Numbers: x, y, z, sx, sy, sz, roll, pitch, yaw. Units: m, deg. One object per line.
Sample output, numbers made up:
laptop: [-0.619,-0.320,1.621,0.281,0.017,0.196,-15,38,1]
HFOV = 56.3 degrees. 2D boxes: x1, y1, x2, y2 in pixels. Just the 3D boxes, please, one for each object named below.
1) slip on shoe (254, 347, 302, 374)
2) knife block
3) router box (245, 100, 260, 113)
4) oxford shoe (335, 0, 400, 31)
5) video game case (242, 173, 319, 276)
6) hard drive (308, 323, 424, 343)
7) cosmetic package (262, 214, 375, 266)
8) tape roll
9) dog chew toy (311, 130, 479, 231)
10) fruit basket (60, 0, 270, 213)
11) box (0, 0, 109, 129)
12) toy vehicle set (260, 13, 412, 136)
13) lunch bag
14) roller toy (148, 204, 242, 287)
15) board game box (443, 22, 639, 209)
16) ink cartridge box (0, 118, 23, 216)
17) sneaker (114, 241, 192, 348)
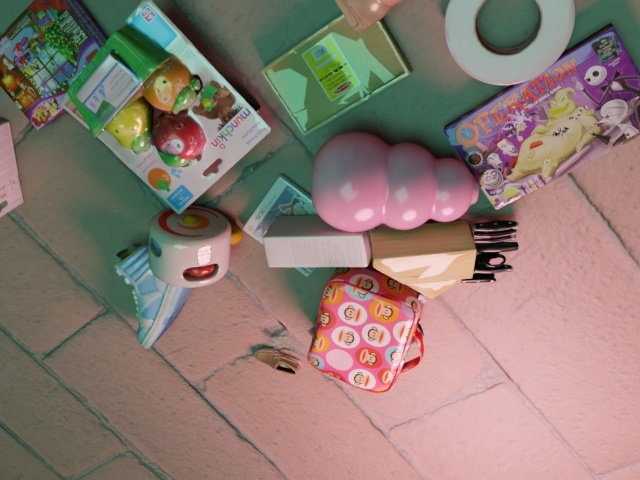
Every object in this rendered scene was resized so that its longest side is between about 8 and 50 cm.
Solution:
slip on shoe: [-0.119,0.333,1.632,0.135,0.041,0.051,18,122,6]
knife block: [0.272,0.010,1.252,0.275,0.088,0.242,28,128,-30]
router box: [-0.203,-0.272,1.321,0.122,0.038,0.092,23,123,4]
oxford shoe: [-0.012,-0.549,1.047,0.146,0.140,0.397,-34,92,45]
video game case: [-0.061,-0.032,1.422,0.201,0.023,0.183,36,122,-5]
hard drive: [0.113,0.220,1.492,0.254,0.054,0.172,-32,106,29]
cosmetic package: [0.000,0.000,1.339,0.231,0.117,0.086,-2,116,19]
tape roll: [0.335,-0.396,1.071,0.219,0.072,0.219,8,120,14]
dog chew toy: [0.152,-0.113,1.217,0.331,0.207,0.207,5,120,5]
fruit basket: [-0.336,-0.260,1.261,0.327,0.165,0.353,-36,102,27]
box: [-0.612,-0.411,1.355,0.293,0.057,0.201,-28,108,28]
toy vehicle set: [0.028,-0.345,1.212,0.266,0.035,0.166,-25,109,27]
lunch bag: [0.117,0.210,1.377,0.258,0.120,0.293,21,123,9]
roller toy: [-0.307,0.006,1.417,0.209,0.191,0.146,14,120,9]
board game box: [0.440,-0.224,1.152,0.346,0.056,0.208,-31,102,29]
ink cartridge box: [-0.839,-0.164,1.484,0.066,0.189,0.232,16,122,8]
sneaker: [-0.464,0.132,1.582,0.208,0.127,0.319,34,120,1]
